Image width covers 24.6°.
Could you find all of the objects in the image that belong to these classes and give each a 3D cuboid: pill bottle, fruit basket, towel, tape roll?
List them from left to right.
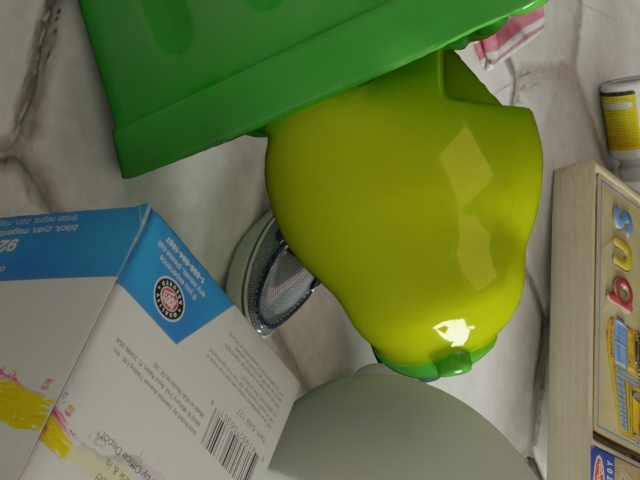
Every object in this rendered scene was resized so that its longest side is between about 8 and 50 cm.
[{"bbox_3d":[0.018,0.231,0.987,0.169,0.246,0.246,-28,111,-53],"label":"tape roll"},{"bbox_3d":[0.049,-0.114,0.948,0.283,0.392,0.392,-46,125,-48],"label":"fruit basket"},{"bbox_3d":[0.176,-0.280,1.461,0.144,0.029,0.197,-39,120,-50],"label":"towel"},{"bbox_3d":[0.362,-0.129,1.697,0.065,0.065,0.116,-25,108,-55],"label":"pill bottle"}]

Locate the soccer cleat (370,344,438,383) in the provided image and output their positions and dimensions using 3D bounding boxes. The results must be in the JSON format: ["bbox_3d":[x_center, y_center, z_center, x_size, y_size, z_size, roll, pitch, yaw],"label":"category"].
[{"bbox_3d":[0.085,-0.015,1.274,0.121,0.093,0.289,85,10,-69],"label":"soccer cleat"}]

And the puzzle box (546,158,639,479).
[{"bbox_3d":[0.339,0.146,1.575,0.272,0.052,0.409,27,58,-41],"label":"puzzle box"}]

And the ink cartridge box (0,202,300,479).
[{"bbox_3d":[-0.153,0.126,0.802,0.171,0.168,0.232,55,45,-38],"label":"ink cartridge box"}]

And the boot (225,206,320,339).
[{"bbox_3d":[0.000,0.000,1.118,0.069,0.086,0.190,59,42,-35],"label":"boot"}]

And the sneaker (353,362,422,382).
[{"bbox_3d":[0.073,0.258,1.178,0.152,0.114,0.305,-34,96,-46],"label":"sneaker"}]
